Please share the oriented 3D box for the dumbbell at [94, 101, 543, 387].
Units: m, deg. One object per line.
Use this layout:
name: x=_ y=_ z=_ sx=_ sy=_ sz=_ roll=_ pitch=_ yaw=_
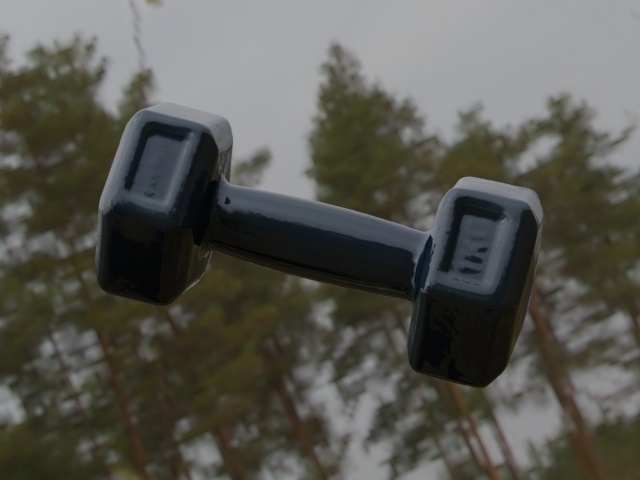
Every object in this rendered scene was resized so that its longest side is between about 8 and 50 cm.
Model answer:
dumbbell: x=0.000 y=0.001 z=1.327 sx=0.144 sy=0.316 sz=0.156 roll=-68 pitch=-11 yaw=-49
